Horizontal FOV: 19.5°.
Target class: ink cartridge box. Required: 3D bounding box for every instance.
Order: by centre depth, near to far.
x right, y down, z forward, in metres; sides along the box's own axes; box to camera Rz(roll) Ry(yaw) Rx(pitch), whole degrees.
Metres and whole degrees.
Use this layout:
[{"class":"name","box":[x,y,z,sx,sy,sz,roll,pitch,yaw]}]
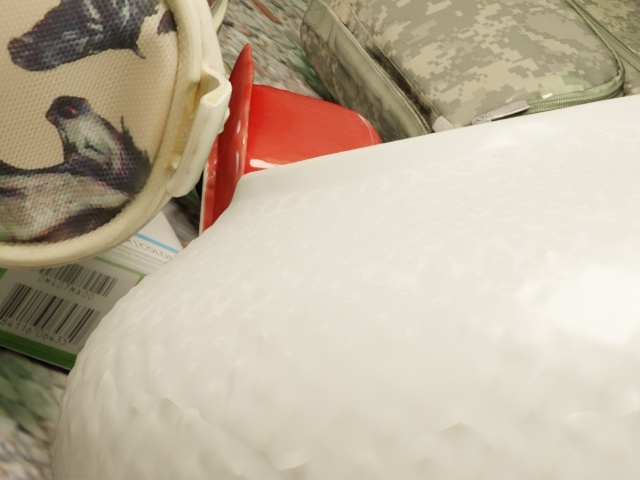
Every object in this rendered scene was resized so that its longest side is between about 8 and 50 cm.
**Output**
[{"class":"ink cartridge box","box":[-0.142,-0.028,0.879,0.109,0.062,0.209,24,22,-38]}]

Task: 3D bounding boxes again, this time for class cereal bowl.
[{"class":"cereal bowl","box":[0.063,0.030,0.671,0.339,0.339,0.141,-14,94,-69]}]

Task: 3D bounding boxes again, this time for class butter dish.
[{"class":"butter dish","box":[0.000,0.000,0.901,0.118,0.160,0.160,4,21,-2]}]

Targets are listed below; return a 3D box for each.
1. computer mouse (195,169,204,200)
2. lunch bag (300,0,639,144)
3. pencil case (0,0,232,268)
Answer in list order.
[{"class":"computer mouse","box":[0.015,0.023,1.097,0.262,0.060,0.184,38,8,-48]},{"class":"lunch bag","box":[0.141,-0.099,1.445,0.256,0.212,0.305,7,31,-31]},{"class":"pencil case","box":[-0.104,-0.126,0.824,0.183,0.160,0.410,9,22,-2]}]
